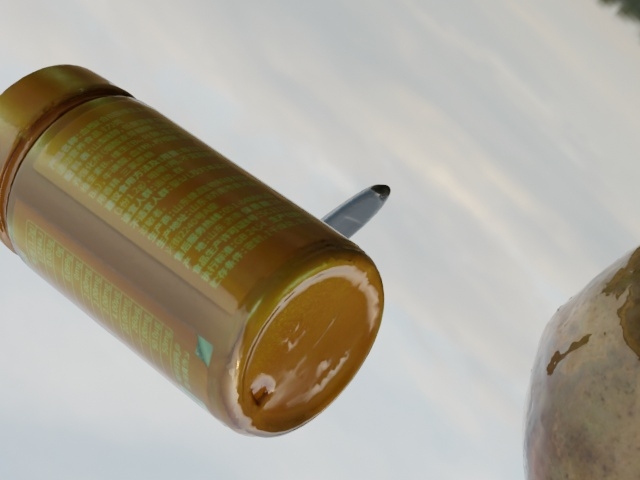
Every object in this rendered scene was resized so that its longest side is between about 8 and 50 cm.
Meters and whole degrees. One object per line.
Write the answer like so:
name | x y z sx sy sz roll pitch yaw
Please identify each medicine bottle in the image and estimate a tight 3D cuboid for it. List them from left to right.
medicine bottle | -0.069 0.002 0.765 0.192 0.096 0.096 34 -173 35

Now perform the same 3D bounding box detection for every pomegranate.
pomegranate | 0.296 0.131 1.174 0.322 0.322 0.322 40 -165 -13

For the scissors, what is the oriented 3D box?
scissors | 0.000 0.000 1.261 0.088 0.220 0.017 26 -117 -14
